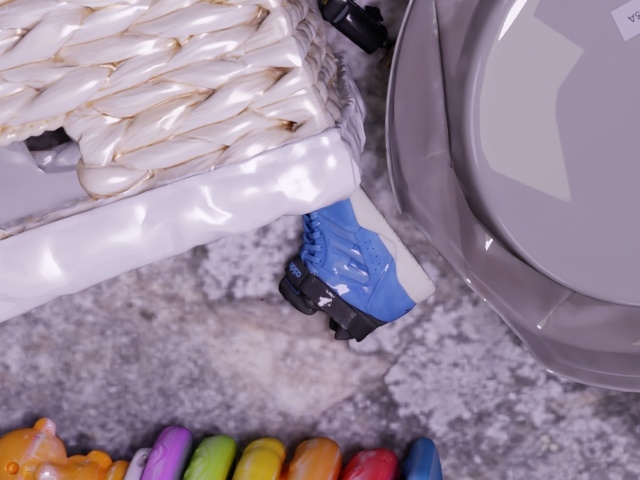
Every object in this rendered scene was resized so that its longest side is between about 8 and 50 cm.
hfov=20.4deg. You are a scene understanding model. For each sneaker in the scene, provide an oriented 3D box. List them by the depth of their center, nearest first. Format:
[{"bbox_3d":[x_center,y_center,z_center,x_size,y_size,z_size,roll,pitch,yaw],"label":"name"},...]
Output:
[{"bbox_3d":[0.000,0.000,1.133,0.084,0.058,0.152,-36,116,3],"label":"sneaker"}]

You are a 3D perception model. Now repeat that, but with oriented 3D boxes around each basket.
[{"bbox_3d":[-0.167,-0.119,0.928,0.328,0.331,0.266,-17,99,4],"label":"basket"}]

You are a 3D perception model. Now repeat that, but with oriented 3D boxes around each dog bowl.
[{"bbox_3d":[0.201,-0.088,1.052,0.348,0.102,0.349,-2,108,-7],"label":"dog bowl"}]

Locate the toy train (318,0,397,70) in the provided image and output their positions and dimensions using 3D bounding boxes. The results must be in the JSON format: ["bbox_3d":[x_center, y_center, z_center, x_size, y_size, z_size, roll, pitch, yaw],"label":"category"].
[{"bbox_3d":[0.064,-0.105,1.104,0.158,0.036,0.027,35,107,-15],"label":"toy train"}]

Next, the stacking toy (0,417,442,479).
[{"bbox_3d":[-0.076,0.186,1.170,0.301,0.166,0.175,16,96,3],"label":"stacking toy"}]
